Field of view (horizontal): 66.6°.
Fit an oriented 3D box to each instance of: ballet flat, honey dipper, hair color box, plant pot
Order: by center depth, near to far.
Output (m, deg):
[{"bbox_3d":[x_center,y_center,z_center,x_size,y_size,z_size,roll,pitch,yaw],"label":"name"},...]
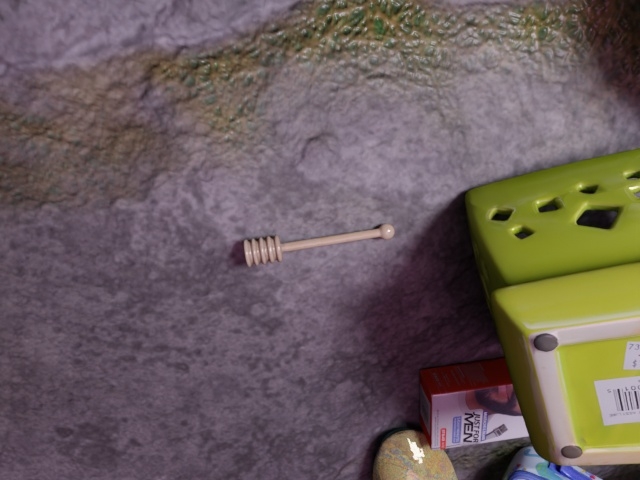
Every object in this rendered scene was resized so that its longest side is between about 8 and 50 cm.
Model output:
[{"bbox_3d":[0.269,0.066,0.443,0.228,0.207,0.227,-13,116,21],"label":"plant pot"},{"bbox_3d":[0.000,0.000,0.516,0.161,0.030,0.030,-10,115,-5],"label":"honey dipper"},{"bbox_3d":[0.214,0.203,0.617,0.167,0.053,0.093,-8,114,-4],"label":"hair color box"},{"bbox_3d":[0.146,0.419,0.672,0.123,0.123,0.348,-10,114,-2],"label":"ballet flat"}]

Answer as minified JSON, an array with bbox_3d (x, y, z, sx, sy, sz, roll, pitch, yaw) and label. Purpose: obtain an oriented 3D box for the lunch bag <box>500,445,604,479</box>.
[{"bbox_3d":[0.337,0.392,0.643,0.219,0.090,0.176,25,116,24],"label":"lunch bag"}]
